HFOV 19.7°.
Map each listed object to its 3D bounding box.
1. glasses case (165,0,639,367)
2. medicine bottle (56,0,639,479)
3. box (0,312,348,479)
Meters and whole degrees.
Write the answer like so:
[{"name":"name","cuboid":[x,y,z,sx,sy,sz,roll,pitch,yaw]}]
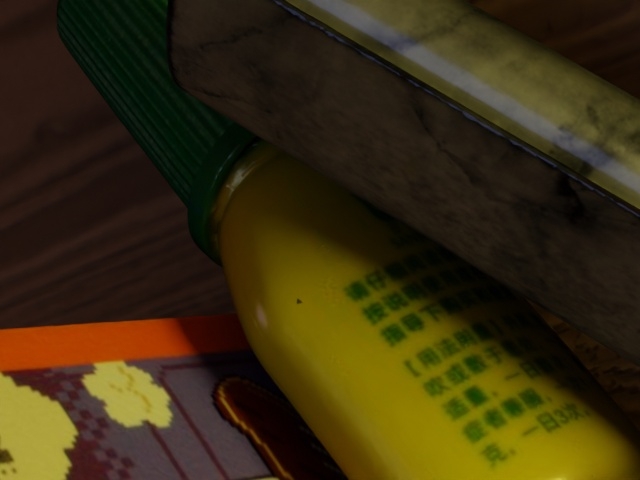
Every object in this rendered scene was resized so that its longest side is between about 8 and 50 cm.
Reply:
[{"name":"glasses case","cuboid":[0.086,-0.010,0.601,0.299,0.060,0.114,32,160,12]},{"name":"medicine bottle","cuboid":[0.000,0.000,0.691,0.309,0.111,0.076,51,128,25]},{"name":"box","cuboid":[-0.068,0.255,0.655,0.349,0.257,0.318,54,124,29]}]
